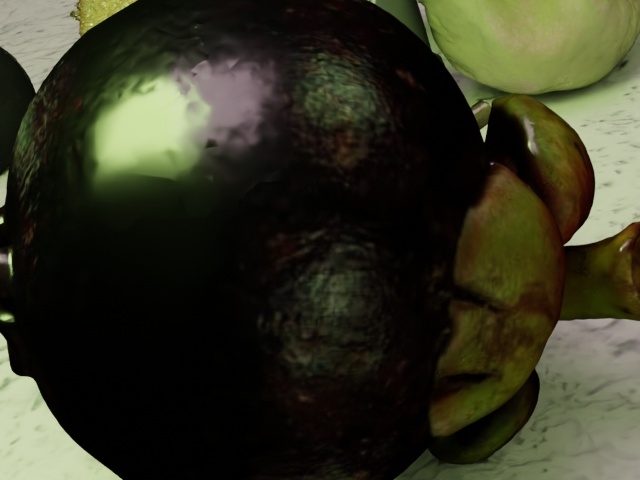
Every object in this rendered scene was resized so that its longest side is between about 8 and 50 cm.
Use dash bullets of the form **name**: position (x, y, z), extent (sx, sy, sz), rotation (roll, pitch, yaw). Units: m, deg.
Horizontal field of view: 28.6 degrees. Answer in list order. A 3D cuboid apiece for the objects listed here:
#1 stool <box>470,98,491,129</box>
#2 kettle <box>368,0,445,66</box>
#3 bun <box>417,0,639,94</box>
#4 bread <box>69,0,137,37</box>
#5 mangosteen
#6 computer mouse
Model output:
- **stool**: position (0.131, -0.045, 1.137), extent (0.121, 0.125, 0.217), rotation (-22, 34, -16)
- **kettle**: position (-0.033, -0.186, 1.494), extent (0.318, 0.265, 0.205), rotation (-5, 59, 25)
- **bun**: position (0.223, -0.327, 1.469), extent (0.213, 0.361, 0.361), rotation (-29, 16, 32)
- **bread**: position (-0.238, -0.284, 1.807), extent (0.194, 0.179, 0.340), rotation (-19, 27, -1)
- **mangosteen**: position (0.000, 0.000, 0.850), extent (0.435, 0.382, 0.382), rotation (-9, 23, -13)
- **computer mouse**: position (-0.473, -0.186, 1.751), extent (0.100, 0.170, 0.269), rotation (-21, 23, 27)
